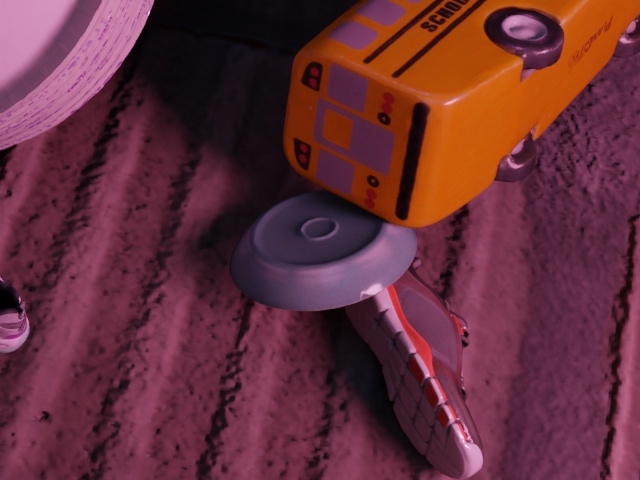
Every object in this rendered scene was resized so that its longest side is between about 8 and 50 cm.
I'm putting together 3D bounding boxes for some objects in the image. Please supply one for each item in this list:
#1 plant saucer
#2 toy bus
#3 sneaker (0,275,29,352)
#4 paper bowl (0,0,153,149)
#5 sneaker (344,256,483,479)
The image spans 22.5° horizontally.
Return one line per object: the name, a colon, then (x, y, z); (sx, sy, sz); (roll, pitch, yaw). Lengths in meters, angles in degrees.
plant saucer: (0.000, 0.000, 1.005); (0.119, 0.021, 0.119); (-8, 34, 5)
toy bus: (0.121, -0.141, 1.069); (0.130, 0.108, 0.333); (27, 46, 20)
sneaker: (-0.218, 0.027, 0.950); (0.098, 0.069, 0.038); (17, 58, -2)
paper bowl: (-0.246, -0.195, 0.955); (0.284, 0.148, 0.284); (0, 89, 11)
sneaker: (0.072, 0.070, 0.993); (0.065, 0.061, 0.158); (-14, 64, -26)
